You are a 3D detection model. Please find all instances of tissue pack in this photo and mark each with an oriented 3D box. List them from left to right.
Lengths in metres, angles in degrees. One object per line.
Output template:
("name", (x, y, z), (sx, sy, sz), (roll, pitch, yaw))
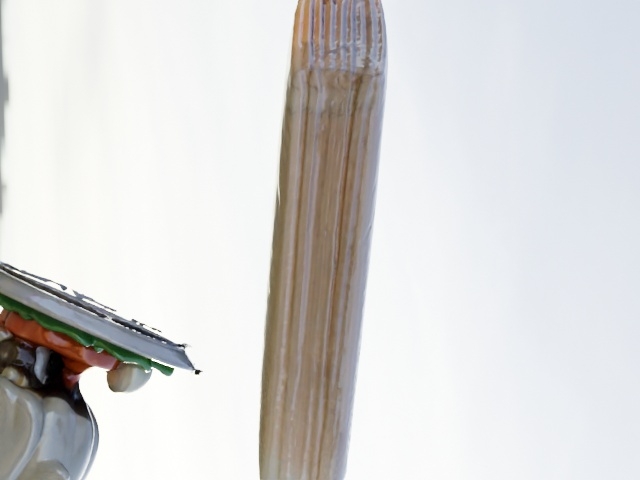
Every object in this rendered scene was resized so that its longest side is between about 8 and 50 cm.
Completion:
("tissue pack", (0.000, 0.000, 1.133), (0.170, 0.071, 0.325), (-84, 178, -61))

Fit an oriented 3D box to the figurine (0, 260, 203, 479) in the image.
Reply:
("figurine", (-0.150, 0.103, 0.867), (0.153, 0.132, 0.132), (-66, -165, -3))
